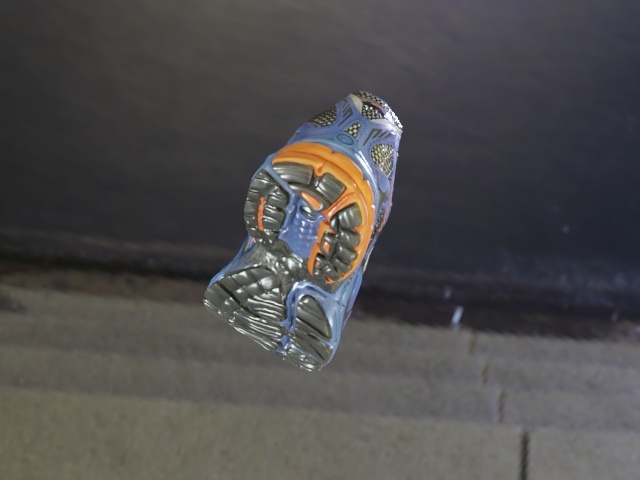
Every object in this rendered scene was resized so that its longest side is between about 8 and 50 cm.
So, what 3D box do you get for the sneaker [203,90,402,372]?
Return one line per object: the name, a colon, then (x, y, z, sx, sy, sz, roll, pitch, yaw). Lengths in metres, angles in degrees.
sneaker: (0.000, 0.000, 0.884, 0.083, 0.221, 0.087, 35, 59, 3)
